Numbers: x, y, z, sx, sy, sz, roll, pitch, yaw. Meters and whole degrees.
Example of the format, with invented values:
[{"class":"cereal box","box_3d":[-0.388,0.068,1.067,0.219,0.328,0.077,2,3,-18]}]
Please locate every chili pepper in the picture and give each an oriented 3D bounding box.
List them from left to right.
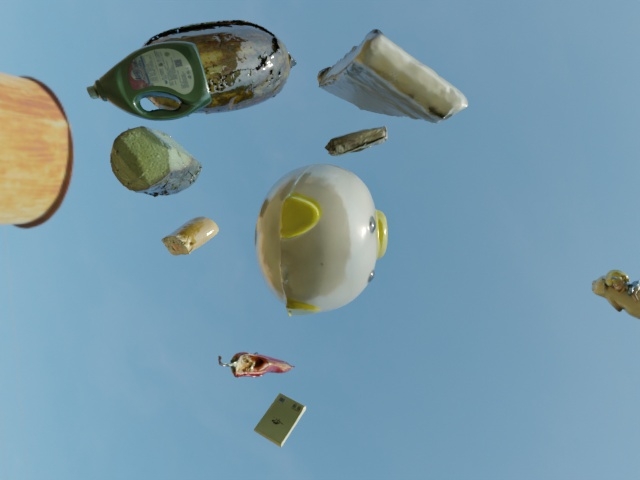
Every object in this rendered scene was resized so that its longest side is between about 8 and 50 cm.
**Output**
[{"class":"chili pepper","box_3d":[-0.151,0.291,1.055,0.050,0.267,0.059,2,-102,33]}]

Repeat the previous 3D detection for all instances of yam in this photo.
[{"class":"yam","box_3d":[-0.505,-0.229,1.362,0.202,0.271,0.201,41,-93,-5]}]

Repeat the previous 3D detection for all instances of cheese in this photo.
[{"class":"cheese","box_3d":[0.046,-0.159,0.470,0.085,0.400,0.034,29,-76,-13]}]

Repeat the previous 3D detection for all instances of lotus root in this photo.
[{"class":"lotus root","box_3d":[-0.226,-0.391,1.029,0.196,0.397,0.179,56,-32,12]}]

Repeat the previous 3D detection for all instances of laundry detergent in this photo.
[{"class":"laundry detergent","box_3d":[-0.321,-0.289,0.841,0.210,0.063,0.138,-19,-74,-14]}]

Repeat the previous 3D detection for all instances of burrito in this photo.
[{"class":"burrito","box_3d":[0.103,-0.282,1.283,0.188,0.045,0.058,-15,-88,-2]}]

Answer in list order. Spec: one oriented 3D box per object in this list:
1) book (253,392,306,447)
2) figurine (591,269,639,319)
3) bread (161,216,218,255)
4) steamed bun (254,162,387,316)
[{"class":"book","box_3d":[-0.095,0.421,1.058,0.077,0.111,0.014,20,-48,22]},{"class":"figurine","box_3d":[0.421,0.067,0.615,0.083,0.047,0.051,30,-32,31]},{"class":"bread","box_3d":[-0.447,-0.021,1.548,0.134,0.173,0.085,-8,-65,41]},{"class":"steamed bun","box_3d":[-0.006,-0.001,1.110,0.333,0.334,0.375,12,-57,27]}]
